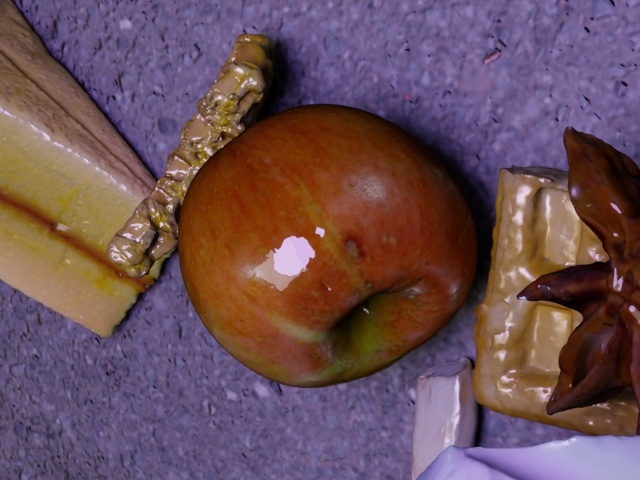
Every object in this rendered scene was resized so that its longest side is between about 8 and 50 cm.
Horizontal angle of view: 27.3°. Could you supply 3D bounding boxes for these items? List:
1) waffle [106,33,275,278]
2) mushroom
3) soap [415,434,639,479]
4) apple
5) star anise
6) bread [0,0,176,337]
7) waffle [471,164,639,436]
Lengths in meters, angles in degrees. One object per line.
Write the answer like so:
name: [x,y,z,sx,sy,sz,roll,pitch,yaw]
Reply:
waffle: [-0.089,-0.061,0.976,0.051,0.149,0.194,32,117,-9]
mushroom: [0.086,0.183,0.958,0.059,0.054,0.202,12,102,34]
soap: [0.231,0.261,0.670,0.446,0.261,0.156,23,155,2]
apple: [0.000,0.000,0.896,0.196,0.196,0.196,8,104,34]
star anise: [0.198,0.017,0.734,0.212,0.111,0.196,139,128,-64]
bread: [-0.241,-0.067,1.141,0.264,0.163,0.168,34,121,-11]
waffle: [0.227,0.053,0.825,0.274,0.057,0.168,12,107,33]
